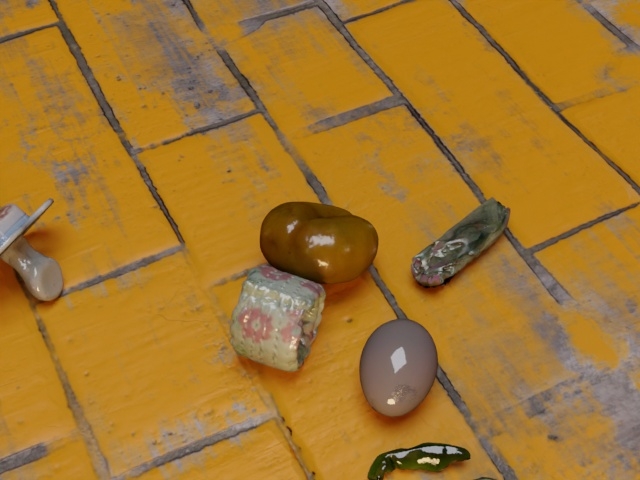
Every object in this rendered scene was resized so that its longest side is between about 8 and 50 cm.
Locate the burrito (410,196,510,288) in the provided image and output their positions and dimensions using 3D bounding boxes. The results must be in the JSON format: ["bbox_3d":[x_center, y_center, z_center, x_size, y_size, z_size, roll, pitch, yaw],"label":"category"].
[{"bbox_3d":[0.312,0.005,2.041,0.096,0.066,0.309,34,55,28],"label":"burrito"}]

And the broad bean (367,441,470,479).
[{"bbox_3d":[0.171,0.399,1.721,0.196,0.046,0.061,-16,64,-8],"label":"broad bean"}]

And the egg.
[{"bbox_3d":[0.146,0.239,1.789,0.147,0.146,0.198,15,57,11],"label":"egg"}]

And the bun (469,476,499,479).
[{"bbox_3d":[0.289,0.498,1.594,0.196,0.118,0.195,-3,53,4],"label":"bun"}]

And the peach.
[{"bbox_3d":[0.000,0.000,1.955,0.251,0.153,0.251,4,24,-2],"label":"peach"}]

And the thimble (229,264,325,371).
[{"bbox_3d":[-0.083,0.145,1.825,0.149,0.211,0.185,18,65,10],"label":"thimble"}]

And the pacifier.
[{"bbox_3d":[-0.616,0.042,1.955,0.207,0.227,0.279,40,32,-10],"label":"pacifier"}]
